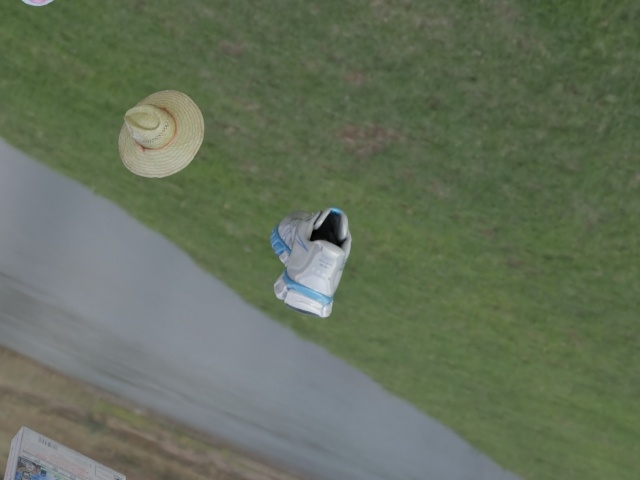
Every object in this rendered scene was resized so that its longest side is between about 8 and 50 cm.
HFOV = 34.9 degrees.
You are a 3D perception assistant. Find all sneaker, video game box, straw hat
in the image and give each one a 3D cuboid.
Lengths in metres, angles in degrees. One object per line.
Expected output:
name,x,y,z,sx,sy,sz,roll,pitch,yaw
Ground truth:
sneaker,0.000,0.000,0.970,0.071,0.083,0.191,22,-162,-14
video game box,-0.415,0.415,1.654,0.205,0.048,0.187,34,-164,-22
straw hat,-0.238,-0.161,1.419,0.144,0.144,0.061,14,169,28

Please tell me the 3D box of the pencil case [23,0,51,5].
pencil case,-0.551,-0.502,1.722,0.273,0.113,0.124,34,-162,20
